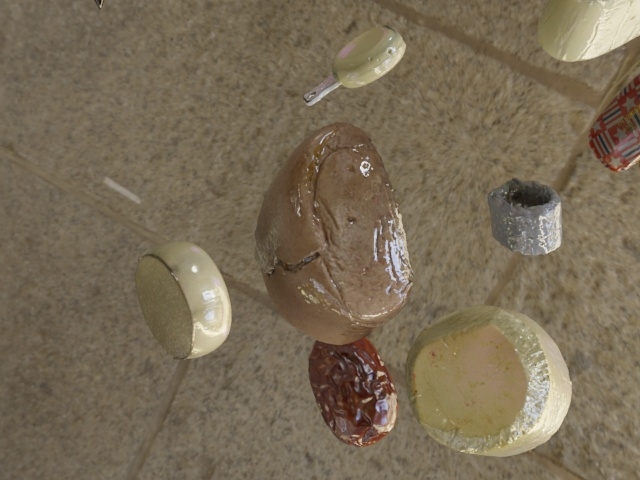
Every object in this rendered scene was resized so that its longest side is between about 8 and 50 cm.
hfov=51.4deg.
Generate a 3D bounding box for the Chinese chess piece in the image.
[{"bbox_3d":[-0.141,0.061,0.683,0.122,0.051,0.122,26,126,42],"label":"Chinese chess piece"}]

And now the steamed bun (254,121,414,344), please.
[{"bbox_3d":[0.000,0.000,0.995,0.199,0.251,0.302,-13,74,-12],"label":"steamed bun"}]

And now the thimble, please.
[{"bbox_3d":[0.423,-0.052,1.372,0.127,0.151,0.118,-30,126,-23],"label":"thimble"}]

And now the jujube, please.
[{"bbox_3d":[0.068,0.308,1.410,0.174,0.174,0.251,-39,49,15],"label":"jujube"}]

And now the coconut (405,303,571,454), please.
[{"bbox_3d":[0.271,0.224,1.058,0.239,0.244,0.239,-7,75,29],"label":"coconut"}]

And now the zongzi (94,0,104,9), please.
[{"bbox_3d":[-0.341,-0.400,0.987,0.073,0.067,0.083,29,95,-23],"label":"zongzi"}]

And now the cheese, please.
[{"bbox_3d":[0.061,-0.344,1.337,0.227,0.137,0.064,-35,122,2],"label":"cheese"}]

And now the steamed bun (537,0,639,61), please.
[{"bbox_3d":[0.545,-0.474,1.284,0.250,0.200,0.155,-25,67,-14],"label":"steamed bun"}]

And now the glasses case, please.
[{"bbox_3d":[0.371,-0.155,0.719,0.073,0.049,0.194,55,134,17],"label":"glasses case"}]
